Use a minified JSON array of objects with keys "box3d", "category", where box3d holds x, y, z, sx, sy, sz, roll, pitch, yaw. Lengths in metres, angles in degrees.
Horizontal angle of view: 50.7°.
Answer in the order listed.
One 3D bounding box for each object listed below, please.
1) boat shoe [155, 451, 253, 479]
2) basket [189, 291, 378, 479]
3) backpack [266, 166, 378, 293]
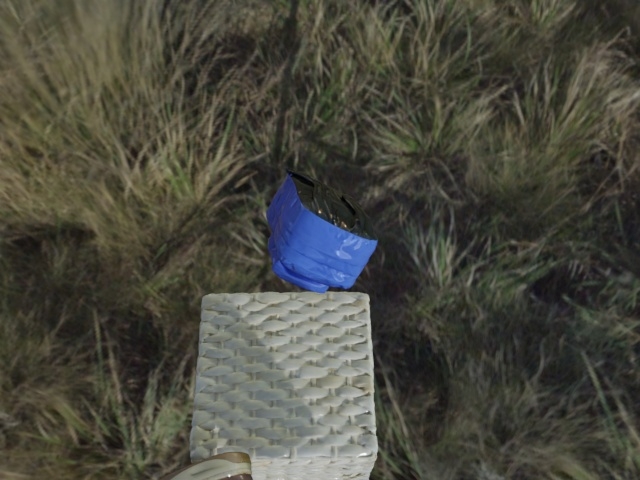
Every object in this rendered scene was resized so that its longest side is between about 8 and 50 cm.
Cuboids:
[{"box3d":[-0.242,0.428,0.985,0.342,0.123,0.123,-25,65,6],"category":"boat shoe"},{"box3d":[-0.069,0.279,1.242,0.331,0.266,0.328,0,60,-2],"category":"basket"},{"box3d":[0.000,0.000,0.656,0.098,0.120,0.101,19,104,-19],"category":"backpack"}]
